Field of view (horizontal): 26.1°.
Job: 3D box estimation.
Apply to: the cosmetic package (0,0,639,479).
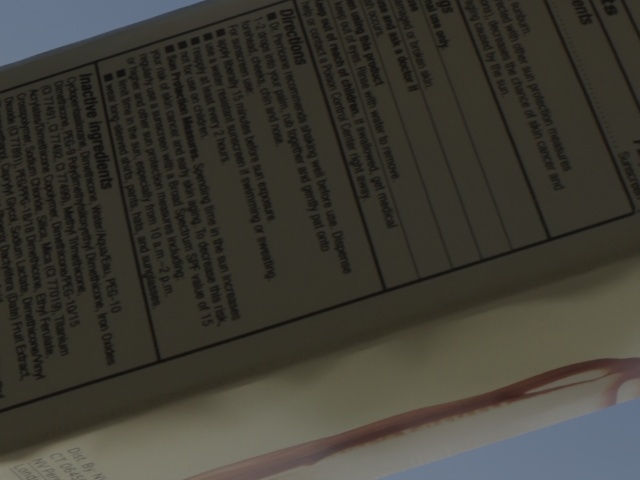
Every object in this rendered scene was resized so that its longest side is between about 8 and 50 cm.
[{"bbox_3d":[0.000,0.000,0.495,0.296,0.153,0.129,-17,-30,4],"label":"cosmetic package"}]
